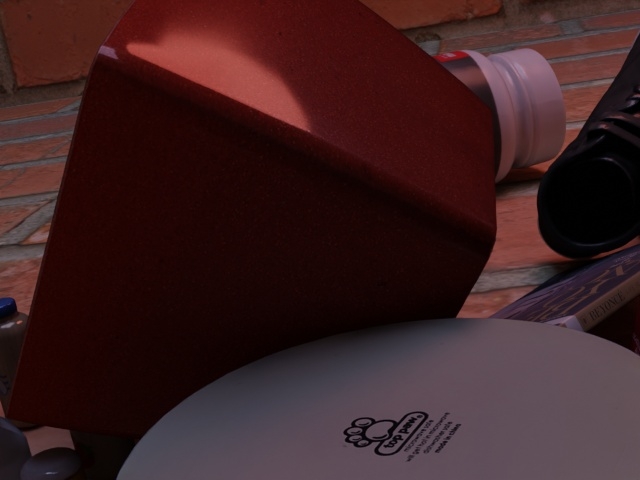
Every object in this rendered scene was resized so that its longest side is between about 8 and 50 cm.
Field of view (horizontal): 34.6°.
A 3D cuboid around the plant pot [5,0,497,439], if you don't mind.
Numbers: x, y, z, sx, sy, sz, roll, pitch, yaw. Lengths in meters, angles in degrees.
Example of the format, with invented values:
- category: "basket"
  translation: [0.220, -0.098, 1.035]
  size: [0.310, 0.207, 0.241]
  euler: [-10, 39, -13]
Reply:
- category: "plant pot"
  translation: [-0.027, -0.020, 0.678]
  size: [0.235, 0.267, 0.267]
  euler: [20, 34, -5]

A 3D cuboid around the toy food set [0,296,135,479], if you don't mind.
- category: "toy food set"
  translation: [-0.210, 0.104, 0.726]
  size: [0.111, 0.105, 0.232]
  euler: [-20, 19, -29]

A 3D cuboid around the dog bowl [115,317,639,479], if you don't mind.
- category: "dog bowl"
  translation: [0.041, 0.134, 0.481]
  size: [0.264, 0.104, 0.265]
  euler: [-10, 16, 3]

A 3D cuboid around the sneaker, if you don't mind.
- category: "sneaker"
  translation: [0.273, -0.101, 0.826]
  size: [0.104, 0.296, 0.147]
  euler: [34, 14, 8]

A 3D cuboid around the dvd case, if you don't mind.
- category: "dvd case"
  translation: [0.171, 0.045, 0.735]
  size: [0.221, 0.018, 0.164]
  euler: [-26, -1, -39]

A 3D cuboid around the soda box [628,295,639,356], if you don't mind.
- category: "soda box"
  translation: [0.229, 0.085, 0.532]
  size: [0.083, 0.092, 0.263]
  euler: [7, 19, 4]

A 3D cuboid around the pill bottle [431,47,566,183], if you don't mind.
- category: "pill bottle"
  translation: [0.121, -0.126, 1.172]
  size: [0.283, 0.161, 0.161]
  euler: [-15, 18, -14]
